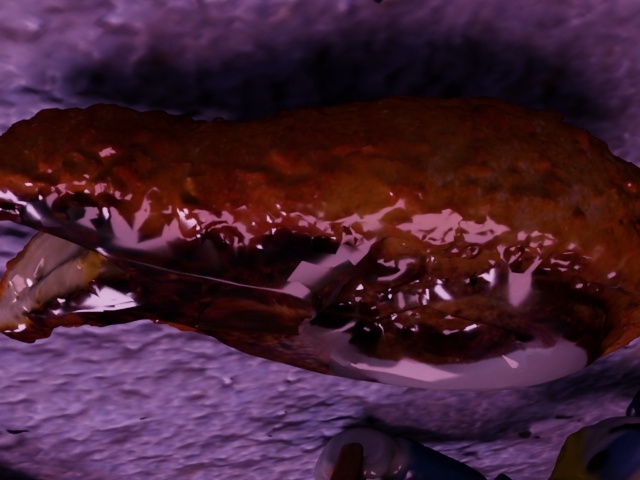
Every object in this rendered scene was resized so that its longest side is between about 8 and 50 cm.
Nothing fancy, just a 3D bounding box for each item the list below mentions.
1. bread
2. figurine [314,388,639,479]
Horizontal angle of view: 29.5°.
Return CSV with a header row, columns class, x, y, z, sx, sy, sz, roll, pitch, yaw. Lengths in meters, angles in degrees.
class,x,y,z,sx,sy,sz,roll,pitch,yaw
bread,0.004,-0.004,0.446,0.268,0.095,0.139,7,146,-3
figurine,0.101,0.172,0.748,0.338,0.205,0.283,-37,136,18
